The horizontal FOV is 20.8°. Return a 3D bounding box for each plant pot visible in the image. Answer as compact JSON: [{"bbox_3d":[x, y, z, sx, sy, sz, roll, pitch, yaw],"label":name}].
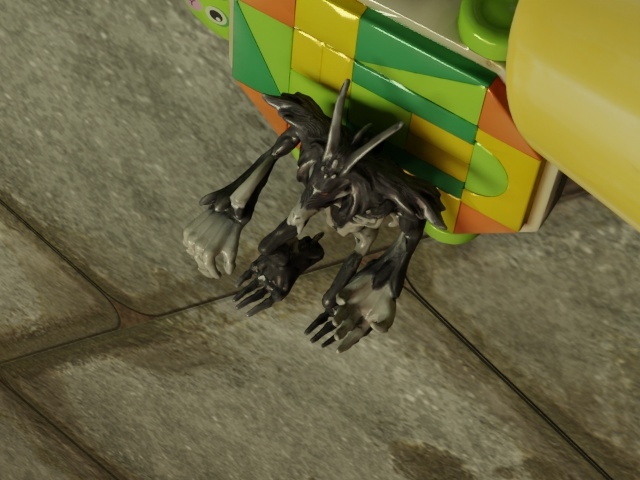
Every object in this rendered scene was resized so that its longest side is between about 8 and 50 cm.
[{"bbox_3d":[0.237,-0.077,0.906,0.239,0.254,0.254,28,155,39],"label":"plant pot"}]

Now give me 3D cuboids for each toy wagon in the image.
[{"bbox_3d":[0.023,-0.126,1.252,0.344,0.068,0.267,29,153,12],"label":"toy wagon"}]

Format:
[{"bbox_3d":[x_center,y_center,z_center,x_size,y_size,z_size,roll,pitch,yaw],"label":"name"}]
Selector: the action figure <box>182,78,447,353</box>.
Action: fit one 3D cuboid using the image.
[{"bbox_3d":[0.000,0.000,1.259,0.164,0.141,0.276,31,157,11],"label":"action figure"}]
